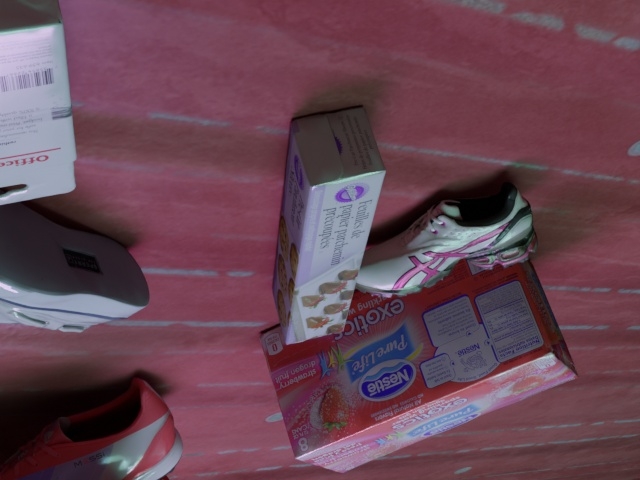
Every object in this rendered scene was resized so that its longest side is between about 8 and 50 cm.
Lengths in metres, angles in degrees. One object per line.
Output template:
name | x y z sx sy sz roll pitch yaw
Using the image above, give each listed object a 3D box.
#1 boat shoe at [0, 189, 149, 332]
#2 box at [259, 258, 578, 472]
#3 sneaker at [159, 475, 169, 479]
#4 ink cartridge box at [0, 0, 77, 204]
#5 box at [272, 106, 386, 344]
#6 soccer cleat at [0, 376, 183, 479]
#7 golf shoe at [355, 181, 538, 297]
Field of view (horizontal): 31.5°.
boat shoe | -0.234 0.030 0.883 0.084 0.095 0.258 -30 152 16
box | 0.108 0.128 1.244 0.300 0.154 0.142 -26 154 15
sneaker | -0.317 0.395 1.595 0.221 0.087 0.128 -10 153 -14
ink cartridge box | -0.208 -0.091 0.691 0.104 0.060 0.180 -11 154 -15
box | 0.000 0.000 1.013 0.063 0.067 0.324 -13 156 -12
soccer cleat | -0.309 0.259 1.248 0.318 0.108 0.116 -26 127 -16
golf shoe | 0.111 -0.005 1.093 0.186 0.067 0.086 -18 127 5
